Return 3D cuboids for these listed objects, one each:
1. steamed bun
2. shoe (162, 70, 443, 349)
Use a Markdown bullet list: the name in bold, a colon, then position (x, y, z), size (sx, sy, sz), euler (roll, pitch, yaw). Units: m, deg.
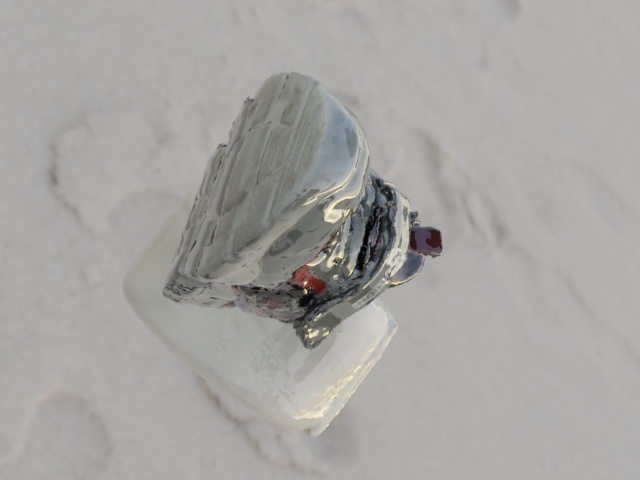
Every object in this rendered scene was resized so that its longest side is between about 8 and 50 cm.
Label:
- **steamed bun**: position (-0.060, 0.040, 1.512), size (0.164, 0.146, 0.241), euler (37, 2, -25)
- **shoe**: position (0.000, -0.001, 0.913), size (0.125, 0.227, 0.099), euler (24, 75, -10)
